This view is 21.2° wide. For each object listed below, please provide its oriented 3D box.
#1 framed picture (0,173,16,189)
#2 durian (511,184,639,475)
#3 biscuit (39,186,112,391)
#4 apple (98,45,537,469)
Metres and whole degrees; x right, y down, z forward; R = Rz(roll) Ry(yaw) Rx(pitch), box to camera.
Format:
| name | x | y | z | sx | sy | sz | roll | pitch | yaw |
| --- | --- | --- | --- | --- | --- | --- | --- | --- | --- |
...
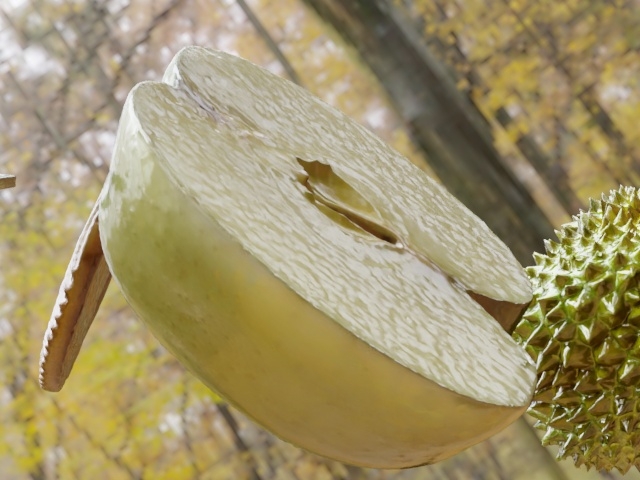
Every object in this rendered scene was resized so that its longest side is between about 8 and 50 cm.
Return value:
| name | x | y | z | sx | sy | sz | roll | pitch | yaw |
| --- | --- | --- | --- | --- | --- | --- | --- | --- | --- |
| framed picture | -0.367 | -0.045 | 1.399 | 0.150 | 0.015 | 0.203 | 5 | 9 | 23 |
| durian | 0.300 | 0.084 | 1.601 | 0.291 | 0.291 | 0.225 | -27 | 26 | -28 |
| biscuit | -0.280 | 0.036 | 2.094 | 0.318 | 0.040 | 0.318 | -160 | 90 | -86 |
| apple | 0.000 | 0.000 | 1.301 | 0.311 | 0.360 | 0.320 | -59 | 7 | -23 |
